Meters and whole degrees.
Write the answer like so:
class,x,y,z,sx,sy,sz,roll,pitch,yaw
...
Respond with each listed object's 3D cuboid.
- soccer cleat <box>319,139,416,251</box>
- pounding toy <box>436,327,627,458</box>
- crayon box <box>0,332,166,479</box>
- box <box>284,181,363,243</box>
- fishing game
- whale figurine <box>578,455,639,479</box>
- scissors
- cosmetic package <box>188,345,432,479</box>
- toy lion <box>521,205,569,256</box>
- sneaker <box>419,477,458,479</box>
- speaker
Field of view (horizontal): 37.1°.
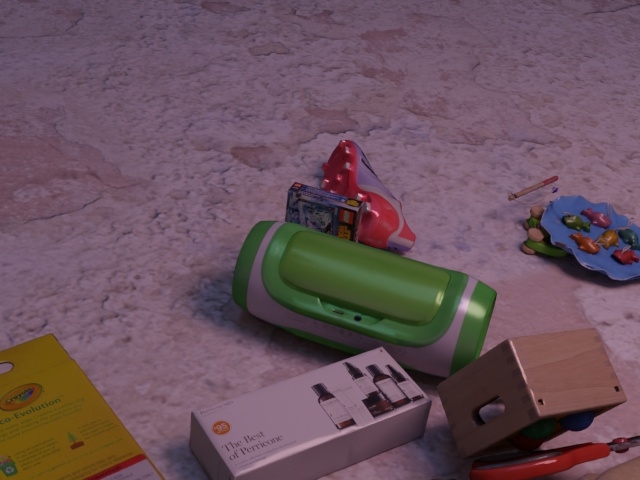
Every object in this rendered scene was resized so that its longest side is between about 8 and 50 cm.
class,x,y,z,sx,sy,sz,roll,pitch,yaw
soccer cleat,0.066,-0.065,1.386,0.095,0.083,0.248,26,21,-26
pounding toy,0.235,0.173,1.015,0.206,0.181,0.094,-2,62,-33
crayon box,-0.268,0.231,0.879,0.202,0.081,0.318,-18,43,-33
box,0.000,0.000,1.211,0.094,0.137,0.027,18,36,14
fishing game,0.402,-0.014,1.360,0.189,0.041,0.264,-21,52,-42
whale figurine,0.350,0.276,0.908,0.216,0.141,0.272,1,7,23
scissors,0.293,0.213,0.967,0.297,0.021,0.109,-8,-9,-2
cosmetic package,-0.009,0.191,1.001,0.239,0.060,0.099,-15,40,-29
toy lion,0.344,-0.008,1.382,0.096,0.034,0.100,19,36,4
sneaker,0.143,0.283,0.878,0.228,0.086,0.132,23,35,24
speaker,0.051,0.068,1.134,0.296,0.131,0.131,17,36,13
